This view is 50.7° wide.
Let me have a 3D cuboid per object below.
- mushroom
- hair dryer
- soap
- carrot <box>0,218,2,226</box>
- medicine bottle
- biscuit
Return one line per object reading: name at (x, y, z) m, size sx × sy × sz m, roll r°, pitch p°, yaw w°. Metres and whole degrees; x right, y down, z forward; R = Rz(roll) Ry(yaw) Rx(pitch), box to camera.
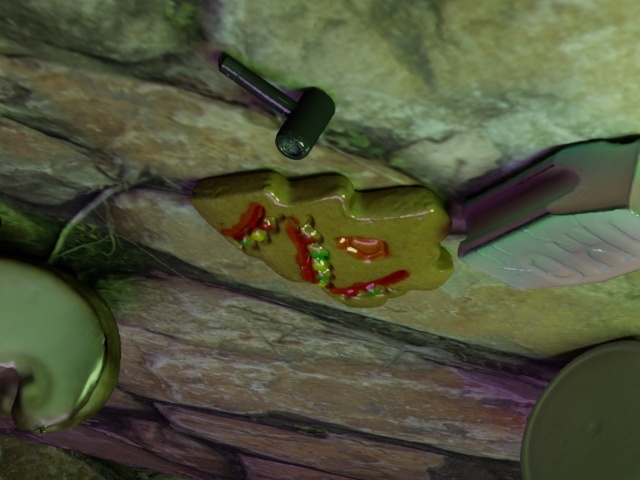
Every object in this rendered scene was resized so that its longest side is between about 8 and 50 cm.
mushroom at (-0.388, 0.122, 0.862) m, size 0.314 × 0.224 × 0.397 m, roll -10°, pitch 175°, yaw -4°
hair dryer at (-0.033, -0.094, 0.444) m, size 0.083 × 0.047 × 0.026 m, roll 36°, pitch 147°, yaw -10°
soap at (0.183, -0.013, 0.475) m, size 0.100 × 0.056 × 0.149 m, roll 24°, pitch 151°, yaw -23°
carrot at (-0.408, -0.044, 0.687) m, size 0.161 × 0.055 × 0.055 m, roll 31°, pitch 148°, yaw -22°
medicine bottle at (0.381, 0.258, 0.682) m, size 0.302 × 0.241 × 0.241 m, roll 33°, pitch 148°, yaw -14°
biscuit at (0.000, 0.000, 0.597) m, size 0.239 × 0.041 × 0.212 m, roll 17°, pitch 153°, yaw -7°
